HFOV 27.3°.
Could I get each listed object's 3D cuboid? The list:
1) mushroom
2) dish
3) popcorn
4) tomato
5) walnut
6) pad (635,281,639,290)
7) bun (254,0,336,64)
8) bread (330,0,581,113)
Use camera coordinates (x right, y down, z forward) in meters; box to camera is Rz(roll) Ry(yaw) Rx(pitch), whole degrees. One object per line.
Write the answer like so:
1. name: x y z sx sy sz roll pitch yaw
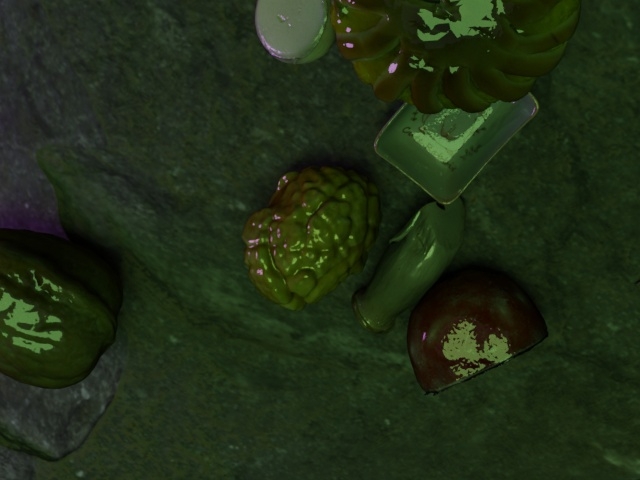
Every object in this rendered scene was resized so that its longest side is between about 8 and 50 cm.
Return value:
1. mushroom: 0.134 0.039 1.992 0.096 0.108 0.247 16 121 -31
2. dish: 0.195 -0.175 1.902 0.151 0.077 0.212 38 114 -9
3. popcorn: 0.000 0.000 1.952 0.200 0.226 0.203 -7 148 31
4. tomato: 0.223 0.126 2.011 0.214 0.181 0.155 -26 92 10
5. walnut: -0.443 0.099 2.030 0.282 0.227 0.283 18 153 10
6. pad: 0.581 0.107 2.033 0.113 0.006 0.188 -32 110 18
7. bun: -0.019 -0.317 1.855 0.138 0.094 0.138 5 99 36
8. bread: 0.179 -0.304 1.722 0.333 0.160 0.333 4 113 10
